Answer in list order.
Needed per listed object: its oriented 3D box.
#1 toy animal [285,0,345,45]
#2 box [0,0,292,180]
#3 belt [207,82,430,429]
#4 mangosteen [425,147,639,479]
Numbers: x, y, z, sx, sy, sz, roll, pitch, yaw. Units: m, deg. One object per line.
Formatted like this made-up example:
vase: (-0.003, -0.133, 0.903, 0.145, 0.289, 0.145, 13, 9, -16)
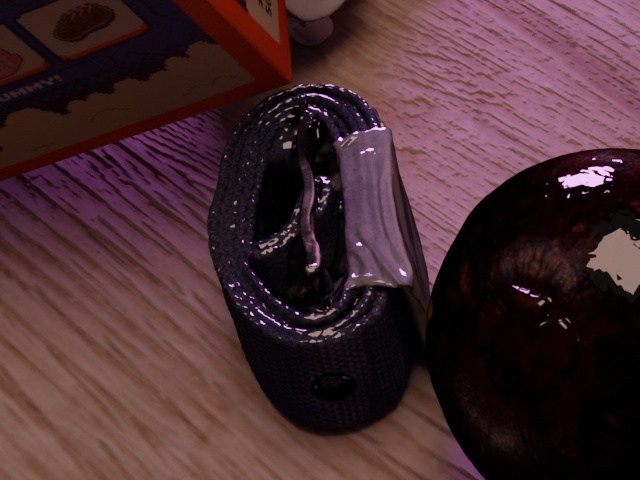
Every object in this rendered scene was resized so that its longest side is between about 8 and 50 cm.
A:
toy animal: (-0.064, -0.212, 1.506, 0.221, 0.131, 0.103, 7, 80, 48)
box: (-0.224, -0.260, 1.347, 0.319, 0.257, 0.348, -16, 61, 22)
belt: (0.000, 0.000, 1.268, 0.140, 0.126, 0.230, -9, 47, 4)
mangosteen: (0.188, 0.056, 1.149, 0.228, 0.228, 0.265, 37, 22, 34)
